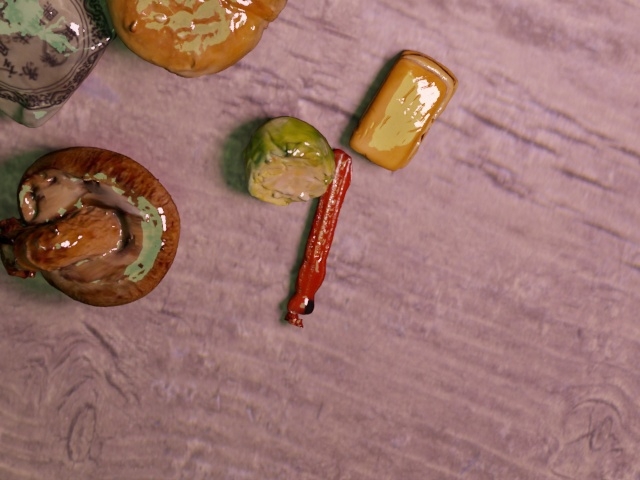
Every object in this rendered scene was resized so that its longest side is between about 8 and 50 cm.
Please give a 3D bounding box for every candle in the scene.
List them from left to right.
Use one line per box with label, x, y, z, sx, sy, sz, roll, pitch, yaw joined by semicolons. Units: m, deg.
candle;0.000;0.000;1.738;0.051;0.048;0.329;17;106;5

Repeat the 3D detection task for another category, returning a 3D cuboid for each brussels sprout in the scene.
brussels sprout;-0.055;-0.140;1.653;0.149;0.122;0.151;-12;141;10

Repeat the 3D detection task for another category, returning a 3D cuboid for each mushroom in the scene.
mushroom;-0.381;-0.022;1.620;0.283;0.195;0.263;-9;102;-19

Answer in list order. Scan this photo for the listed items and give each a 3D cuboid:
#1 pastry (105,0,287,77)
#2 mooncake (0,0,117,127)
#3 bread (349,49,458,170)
pastry;-0.186;-0.415;1.511;0.285;0.184;0.315;23;104;-19
mooncake;-0.464;-0.331;1.541;0.250;0.136;0.254;40;101;-20
bread;0.140;-0.215;1.670;0.116;0.077;0.200;31;103;-6
